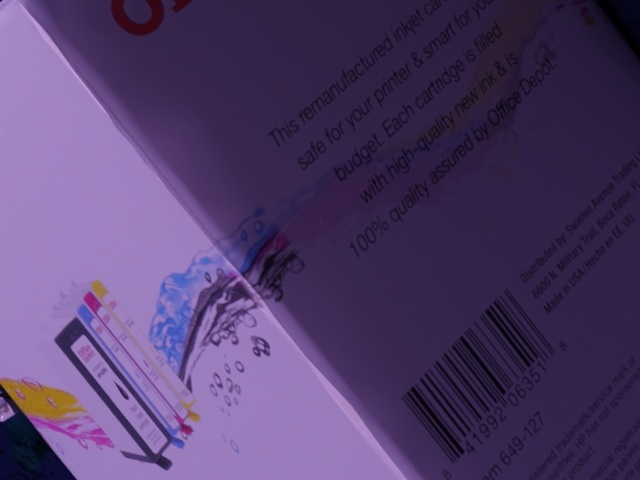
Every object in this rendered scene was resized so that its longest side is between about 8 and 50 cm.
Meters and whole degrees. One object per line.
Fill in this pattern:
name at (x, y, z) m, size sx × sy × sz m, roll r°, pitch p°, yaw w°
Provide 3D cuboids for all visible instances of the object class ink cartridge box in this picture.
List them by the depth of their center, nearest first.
ink cartridge box at (0.000, 0.000, 0.606) m, size 0.233 × 0.171 × 0.168 m, roll 53°, pitch 145°, yaw -7°

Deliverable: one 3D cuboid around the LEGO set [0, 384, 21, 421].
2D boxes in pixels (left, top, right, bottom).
LEGO set at (-0.205, -0.016, 0.935) m, size 0.182 × 0.060 × 0.244 m, roll 25°, pitch 128°, yaw 29°
